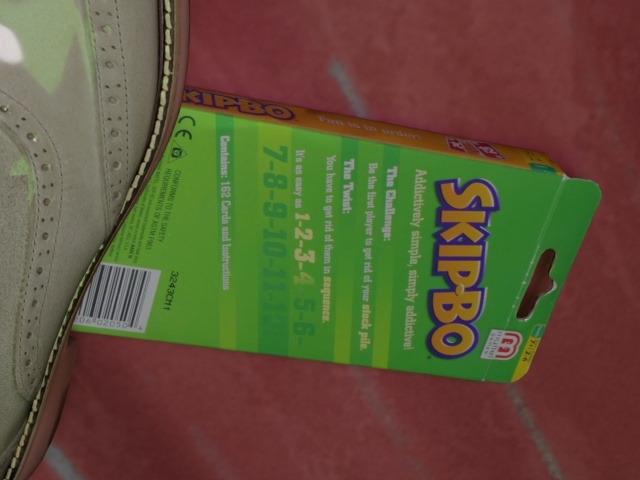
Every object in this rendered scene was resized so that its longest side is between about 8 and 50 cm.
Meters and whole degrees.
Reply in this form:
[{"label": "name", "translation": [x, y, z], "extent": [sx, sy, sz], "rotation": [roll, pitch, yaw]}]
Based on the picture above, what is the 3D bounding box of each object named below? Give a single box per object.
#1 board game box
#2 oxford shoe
[{"label": "board game box", "translation": [0.000, 0.000, 0.615], "extent": [0.259, 0.039, 0.124], "rotation": [10, 117, -16]}, {"label": "oxford shoe", "translation": [-0.146, -0.015, 0.485], "extent": [0.140, 0.146, 0.397], "rotation": [16, 116, 6]}]
